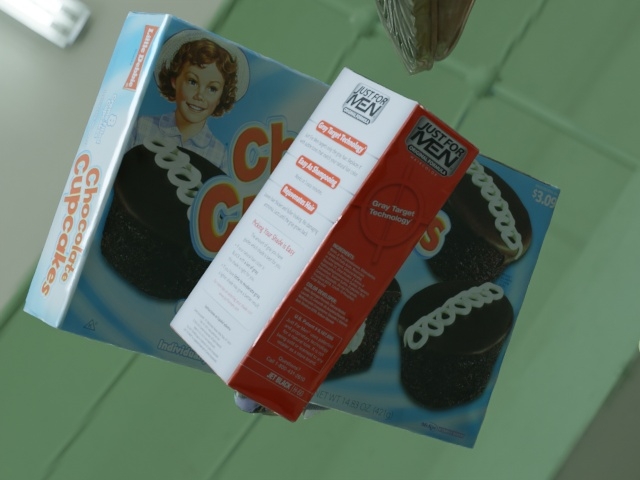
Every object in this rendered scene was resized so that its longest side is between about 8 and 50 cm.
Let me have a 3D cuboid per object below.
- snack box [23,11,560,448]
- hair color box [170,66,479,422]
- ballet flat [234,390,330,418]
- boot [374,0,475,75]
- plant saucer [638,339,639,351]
[{"bbox_3d":[-0.005,0.003,0.934,0.322,0.060,0.187,20,-92,-35],"label":"snack box"},{"bbox_3d":[0.000,0.000,0.653,0.043,0.072,0.141,33,-88,-32],"label":"hair color box"},{"bbox_3d":[-0.022,0.138,1.329,0.114,0.041,0.041,2,-58,-15],"label":"ballet flat"},{"bbox_3d":[0.169,-0.218,0.951,0.269,0.089,0.236,-17,-26,-9],"label":"boot"},{"bbox_3d":[0.431,0.133,1.554,0.045,0.188,0.188,21,-49,-31],"label":"plant saucer"}]
